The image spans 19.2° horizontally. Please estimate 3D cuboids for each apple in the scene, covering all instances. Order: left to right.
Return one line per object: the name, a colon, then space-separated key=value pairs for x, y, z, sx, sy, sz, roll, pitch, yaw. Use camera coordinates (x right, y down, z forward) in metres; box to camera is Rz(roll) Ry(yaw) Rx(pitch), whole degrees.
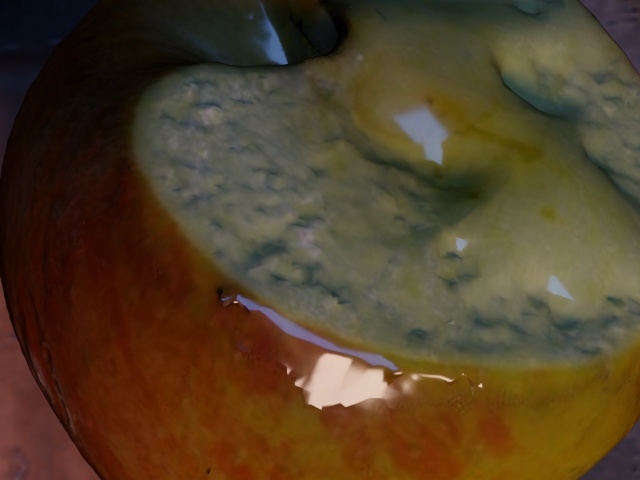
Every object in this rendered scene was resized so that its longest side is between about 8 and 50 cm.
apple: x=0.000 y=0.000 z=0.513 sx=0.173 sy=0.160 sz=0.195 roll=40 pitch=43 yaw=-14
